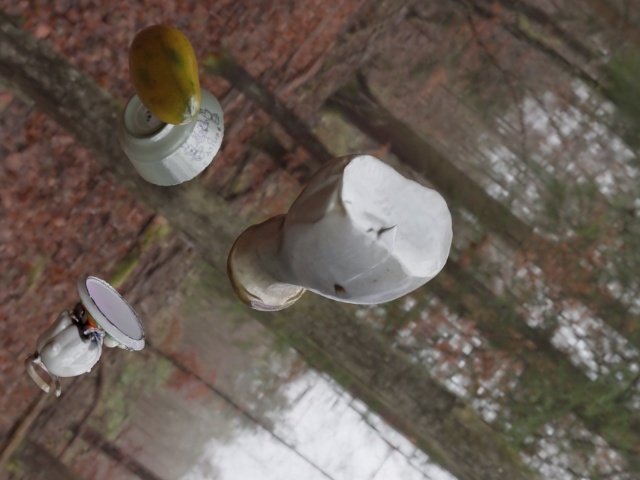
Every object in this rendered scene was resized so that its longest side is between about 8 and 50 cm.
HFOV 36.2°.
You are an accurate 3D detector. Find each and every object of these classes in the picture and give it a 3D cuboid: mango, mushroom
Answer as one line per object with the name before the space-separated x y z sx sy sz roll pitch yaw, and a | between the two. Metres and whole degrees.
mango | -0.226 -0.238 1.424 0.089 0.163 0.111 -1 162 -38
mushroom | 0.000 0.000 1.018 0.122 0.159 0.328 -42 -167 -29

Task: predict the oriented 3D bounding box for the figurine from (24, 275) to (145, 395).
figurine | -0.331 0.142 1.325 0.153 0.132 0.132 -41 -172 6

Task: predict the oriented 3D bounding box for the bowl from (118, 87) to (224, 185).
bowl | -0.296 -0.219 1.844 0.211 0.211 0.112 -52 152 -2
